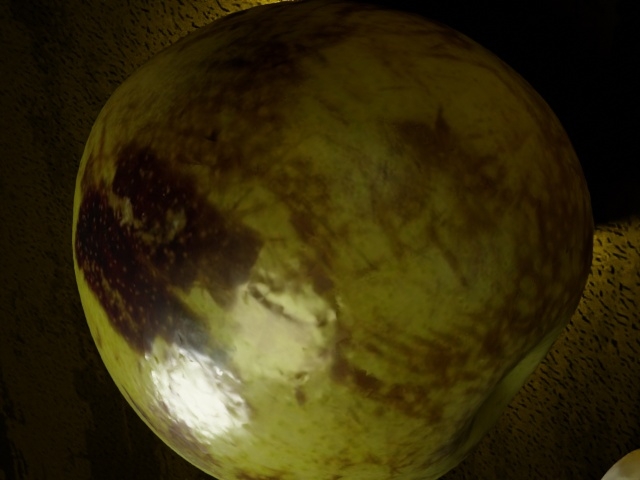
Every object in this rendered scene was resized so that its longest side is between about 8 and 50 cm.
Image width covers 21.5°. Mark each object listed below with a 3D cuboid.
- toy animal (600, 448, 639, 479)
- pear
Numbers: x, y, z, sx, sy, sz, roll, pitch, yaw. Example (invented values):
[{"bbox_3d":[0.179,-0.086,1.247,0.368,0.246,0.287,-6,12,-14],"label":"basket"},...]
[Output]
[{"bbox_3d":[0.221,0.220,0.982,0.193,0.127,0.178,46,138,14],"label":"toy animal"},{"bbox_3d":[0.000,0.000,0.895,0.283,0.283,0.284,23,136,24],"label":"pear"}]
